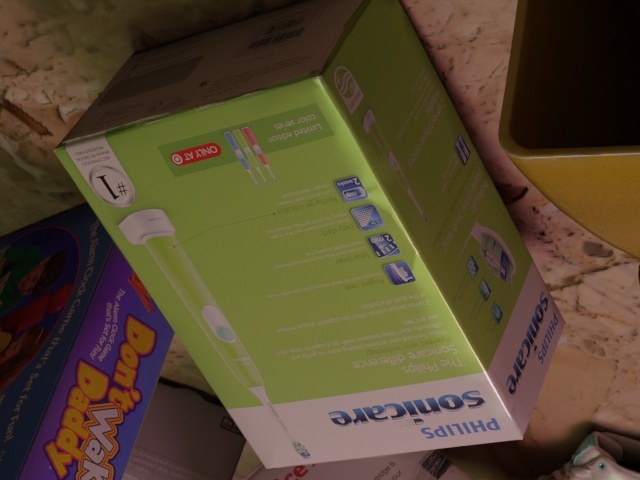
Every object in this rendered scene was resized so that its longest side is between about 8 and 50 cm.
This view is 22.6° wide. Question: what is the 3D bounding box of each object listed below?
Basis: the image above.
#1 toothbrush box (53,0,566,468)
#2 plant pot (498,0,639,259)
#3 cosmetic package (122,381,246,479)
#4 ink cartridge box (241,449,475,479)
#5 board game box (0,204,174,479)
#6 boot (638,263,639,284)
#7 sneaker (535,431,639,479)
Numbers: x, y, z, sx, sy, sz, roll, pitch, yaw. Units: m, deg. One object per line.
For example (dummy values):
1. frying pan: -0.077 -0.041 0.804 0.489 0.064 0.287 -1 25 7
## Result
1. toothbrush box: 0.000 0.000 1.029 0.206 0.122 0.283 -13 120 34
2. plant pot: 0.226 -0.090 0.816 0.212 0.212 0.187 0 153 22
3. cosmetic package: -0.150 0.228 1.437 0.127 0.107 0.238 20 146 1
4. ink cartridge box: 0.052 0.256 1.264 0.237 0.172 0.100 38 149 20
5. board game box: -0.234 0.140 1.154 0.233 0.347 0.078 -19 131 39
6. boot: 0.386 0.090 1.091 0.264 0.096 0.280 -3 132 36
7. sneaker: 0.217 0.195 1.286 0.212 0.080 0.094 -13 121 27
